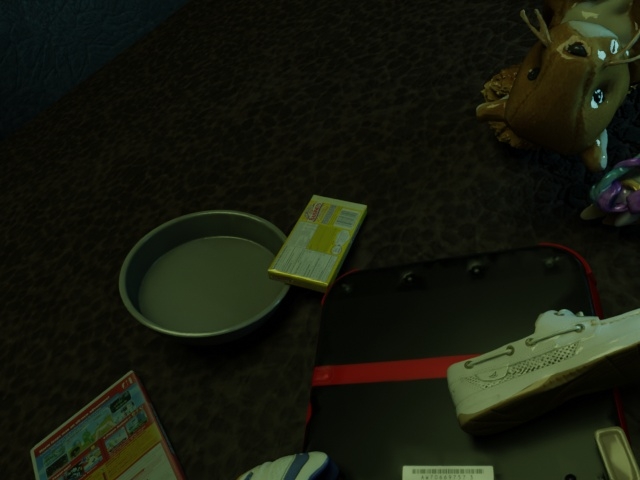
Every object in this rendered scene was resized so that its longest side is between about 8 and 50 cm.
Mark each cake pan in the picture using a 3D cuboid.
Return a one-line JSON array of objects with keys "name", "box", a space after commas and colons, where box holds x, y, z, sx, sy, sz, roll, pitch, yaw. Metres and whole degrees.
[{"name": "cake pan", "box": [-0.187, 0.061, 0.979, 0.293, 0.054, 0.293, 0, 44, 0]}]

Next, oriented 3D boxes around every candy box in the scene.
[{"name": "candy box", "box": [0.000, 0.000, 0.980, 0.105, 0.027, 0.206, 11, 45, 19]}]

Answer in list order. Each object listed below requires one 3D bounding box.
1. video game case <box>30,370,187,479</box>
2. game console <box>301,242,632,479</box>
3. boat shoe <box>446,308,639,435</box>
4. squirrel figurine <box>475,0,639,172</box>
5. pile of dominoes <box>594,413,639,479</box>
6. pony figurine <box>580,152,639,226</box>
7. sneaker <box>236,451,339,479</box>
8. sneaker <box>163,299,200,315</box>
[{"name": "video game case", "box": [-0.318, 0.348, 0.854, 0.204, 0.025, 0.285, -39, 42, -10]}, {"name": "game console", "box": [0.168, 0.167, 0.748, 0.387, 0.060, 0.342, -10, 51, 22]}, {"name": "boat shoe", "box": [0.267, 0.116, 0.627, 0.277, 0.098, 0.096, -25, 47, 10]}, {"name": "squirrel figurine", "box": [0.391, -0.256, 0.842, 0.281, 0.397, 0.370, 27, 74, 12]}, {"name": "pile of dominoes", "box": [0.388, 0.269, 0.529, 0.196, 0.040, 0.251, -14, 55, 9]}, {"name": "pony figurine", "box": [0.527, -0.087, 0.667, 0.363, 0.302, 0.351, -27, 9, 8]}, {"name": "sneaker", "box": [-0.007, 0.358, 0.588, 0.131, 0.112, 0.296, -26, 49, 7]}, {"name": "sneaker", "box": [-0.211, 0.142, 0.995, 0.118, 0.067, 0.042, 15, 49, 3]}]
